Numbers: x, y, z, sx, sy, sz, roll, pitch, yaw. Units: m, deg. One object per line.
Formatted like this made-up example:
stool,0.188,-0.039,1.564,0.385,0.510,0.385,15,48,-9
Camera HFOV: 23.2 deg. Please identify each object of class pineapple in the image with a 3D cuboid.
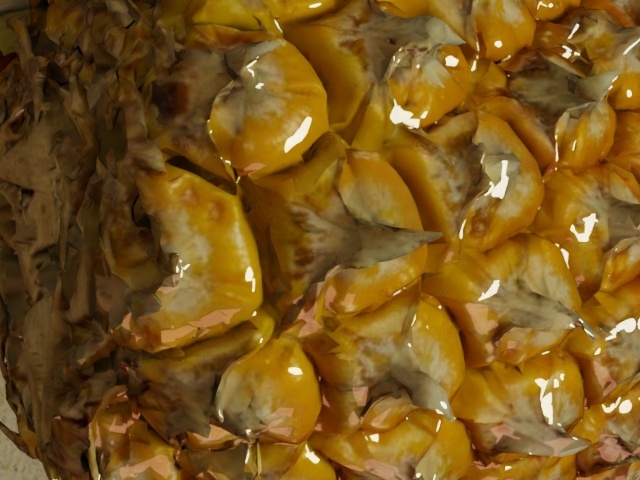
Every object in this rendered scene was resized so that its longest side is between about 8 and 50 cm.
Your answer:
pineapple,-0.001,-0.003,0.731,0.300,0.353,0.352,1,170,-27

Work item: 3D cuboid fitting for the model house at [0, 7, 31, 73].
model house,-0.121,-0.027,0.957,0.160,0.196,0.254,-6,170,27
